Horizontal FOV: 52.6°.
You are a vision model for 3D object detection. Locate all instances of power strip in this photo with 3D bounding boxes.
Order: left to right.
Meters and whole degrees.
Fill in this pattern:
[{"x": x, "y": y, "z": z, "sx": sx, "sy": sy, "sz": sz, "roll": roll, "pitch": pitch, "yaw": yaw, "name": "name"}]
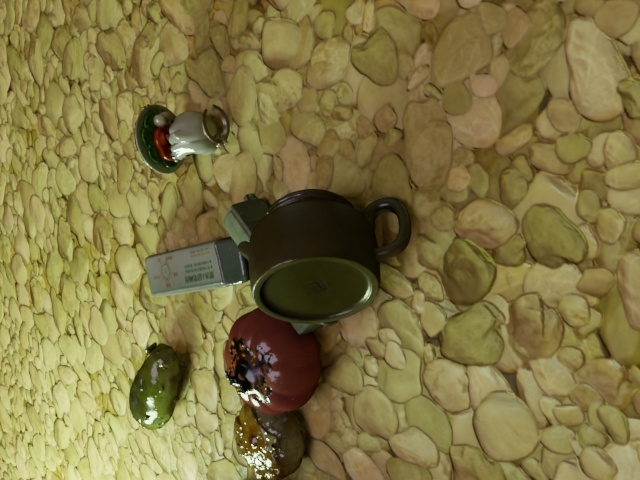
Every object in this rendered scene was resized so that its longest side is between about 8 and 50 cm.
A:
[{"x": -0.064, "y": 0.039, "z": 1.053, "sx": 0.272, "sy": 0.078, "sz": 0.052, "roll": 53, "pitch": 135, "yaw": 20, "name": "power strip"}]

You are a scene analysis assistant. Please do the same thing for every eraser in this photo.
[{"x": -0.241, "y": 0.053, "z": 1.233, "sx": 0.351, "sy": 0.061, "sz": 0.089, "roll": -11, "pitch": 91, "yaw": 43, "name": "eraser"}]

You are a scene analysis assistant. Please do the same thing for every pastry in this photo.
[{"x": -0.092, "y": 0.349, "z": 1.145, "sx": 0.153, "sy": 0.081, "sz": 0.153, "roll": 22, "pitch": 122, "yaw": 41, "name": "pastry"}]

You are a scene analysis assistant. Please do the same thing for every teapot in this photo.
[{"x": 0.000, "y": 0.000, "z": 0.934, "sx": 0.267, "sy": 0.185, "sz": 0.175, "roll": -16, "pitch": 55, "yaw": 15, "name": "teapot"}]

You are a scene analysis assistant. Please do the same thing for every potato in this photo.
[{"x": -0.345, "y": 0.310, "z": 1.364, "sx": 0.117, "sy": 0.090, "sz": 0.226, "roll": 39, "pitch": 126, "yaw": 25, "name": "potato"}]

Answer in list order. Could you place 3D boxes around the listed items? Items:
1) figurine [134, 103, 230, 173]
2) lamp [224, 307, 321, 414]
[{"x": -0.235, "y": -0.192, "z": 1.148, "sx": 0.153, "sy": 0.132, "sz": 0.132, "roll": -6, "pitch": 95, "yaw": 31, "name": "figurine"}, {"x": -0.086, "y": 0.199, "z": 1.066, "sx": 0.182, "sy": 0.140, "sz": 0.182, "roll": 7, "pitch": 102, "yaw": 37, "name": "lamp"}]
